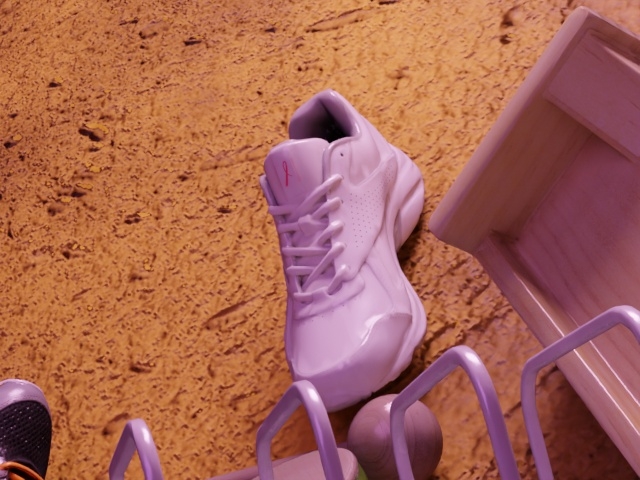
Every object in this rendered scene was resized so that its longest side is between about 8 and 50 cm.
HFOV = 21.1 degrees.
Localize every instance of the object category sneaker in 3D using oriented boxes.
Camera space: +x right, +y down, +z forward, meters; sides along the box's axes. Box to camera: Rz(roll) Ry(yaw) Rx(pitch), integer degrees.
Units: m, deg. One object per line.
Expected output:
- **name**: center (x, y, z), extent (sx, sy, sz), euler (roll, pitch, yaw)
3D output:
- **sneaker**: center (-0.200, 0.186, 1.048), extent (0.083, 0.084, 0.214), euler (-6, 59, 37)
- **sneaker**: center (0.000, 0.000, 1.021), extent (0.090, 0.115, 0.232), euler (-25, 36, 20)

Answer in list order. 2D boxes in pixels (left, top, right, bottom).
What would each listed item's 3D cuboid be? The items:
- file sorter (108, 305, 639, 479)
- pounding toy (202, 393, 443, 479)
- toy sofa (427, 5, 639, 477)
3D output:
- **file sorter**: center (0.002, 0.148, 0.684), extent (0.278, 0.193, 0.173), euler (-12, 79, -12)
- **pounding toy**: center (-0.020, 0.192, 0.891), extent (0.183, 0.110, 0.237), euler (-30, 8, 30)
- **toy sofa**: center (0.213, 0.051, 0.800), extent (0.150, 0.177, 0.362), euler (-57, 34, 18)
